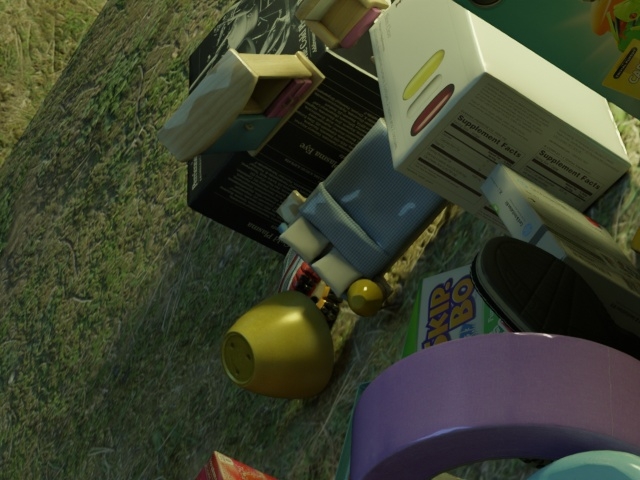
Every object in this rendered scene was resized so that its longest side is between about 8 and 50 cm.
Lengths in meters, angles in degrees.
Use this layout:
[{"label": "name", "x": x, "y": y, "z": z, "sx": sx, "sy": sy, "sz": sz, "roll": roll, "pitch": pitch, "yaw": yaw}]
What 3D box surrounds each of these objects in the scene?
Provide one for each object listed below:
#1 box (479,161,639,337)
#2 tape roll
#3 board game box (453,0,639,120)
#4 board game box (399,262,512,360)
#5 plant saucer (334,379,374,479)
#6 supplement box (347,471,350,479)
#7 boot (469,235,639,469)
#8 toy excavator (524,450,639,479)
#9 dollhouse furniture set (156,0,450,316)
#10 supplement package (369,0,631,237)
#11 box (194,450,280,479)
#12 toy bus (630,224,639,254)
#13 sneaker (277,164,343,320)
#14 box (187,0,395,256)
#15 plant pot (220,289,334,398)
[{"label": "box", "x": 0.238, "y": 0.011, "z": 1.448, "sx": 0.038, "sy": 0.145, "sz": 0.186, "roll": -52, "pitch": 28, "yaw": 17}, {"label": "tape roll", "x": 0.161, "y": 0.190, "z": 1.270, "sx": 0.275, "sy": 0.275, "sz": 0.090, "roll": -39, "pitch": 34, "yaw": 39}, {"label": "board game box", "x": 0.282, "y": -0.270, "z": 1.419, "sx": 0.254, "sy": 0.336, "sz": 0.079, "roll": -55, "pitch": 27, "yaw": 14}, {"label": "board game box", "x": 0.167, "y": 0.081, "z": 1.642, "sx": 0.259, "sy": 0.039, "sz": 0.124, "roll": -24, "pitch": 44, "yaw": 55}, {"label": "plant saucer", "x": 0.045, "y": 0.245, "z": 1.720, "sx": 0.067, "sy": 0.018, "sz": 0.192, "roll": -20, "pitch": 47, "yaw": 54}, {"label": "supplement box", "x": 0.072, "y": 0.253, "z": 1.586, "sx": 0.043, "sy": 0.083, "sz": 0.055, "roll": -24, "pitch": 46, "yaw": 51}, {"label": "boot", "x": 0.185, "y": 0.110, "z": 1.363, "sx": 0.178, "sy": 0.236, "sz": 0.085, "roll": -35, "pitch": 20, "yaw": 50}, {"label": "toy excavator", "x": 0.279, "y": 0.237, "z": 1.079, "sx": 0.433, "sy": 0.222, "sz": 0.445, "roll": 31, "pitch": 90, "yaw": 51}, {"label": "dollhouse furniture set", "x": 0.026, "y": -0.099, "z": 1.764, "sx": 0.286, "sy": 0.303, "sz": 0.198, "roll": -47, "pitch": -12, "yaw": 20}, {"label": "supplement package", "x": 0.183, "y": -0.156, "z": 1.639, "sx": 0.145, "sy": 0.204, "sz": 0.262, "roll": -47, "pitch": 30, "yaw": 28}, {"label": "box", "x": -0.074, "y": 0.365, "z": 1.694, "sx": 0.122, "sy": 0.128, "sz": 0.257, "roll": -55, "pitch": 27, "yaw": 15}, {"label": "toy bus", "x": 0.400, "y": -0.104, "z": 1.281, "sx": 0.332, "sy": 0.130, "sz": 0.108, "roll": -61, "pitch": 26, "yaw": 2}, {"label": "sneaker", "x": 0.000, "y": 0.000, "z": 1.955, "sx": 0.093, "sy": 0.088, "sz": 0.225, "roll": 12, "pitch": 75, "yaw": 64}, {"label": "box", "x": -0.025, "y": -0.214, "z": 2.102, "sx": 0.312, "sy": 0.179, "sz": 0.343, "roll": -47, "pitch": 30, "yaw": 31}, {"label": "plant pot", "x": -0.063, "y": 0.134, "z": 1.865, "sx": 0.134, "sy": 0.095, "sz": 0.134, "roll": 15, "pitch": 110, "yaw": 47}]
